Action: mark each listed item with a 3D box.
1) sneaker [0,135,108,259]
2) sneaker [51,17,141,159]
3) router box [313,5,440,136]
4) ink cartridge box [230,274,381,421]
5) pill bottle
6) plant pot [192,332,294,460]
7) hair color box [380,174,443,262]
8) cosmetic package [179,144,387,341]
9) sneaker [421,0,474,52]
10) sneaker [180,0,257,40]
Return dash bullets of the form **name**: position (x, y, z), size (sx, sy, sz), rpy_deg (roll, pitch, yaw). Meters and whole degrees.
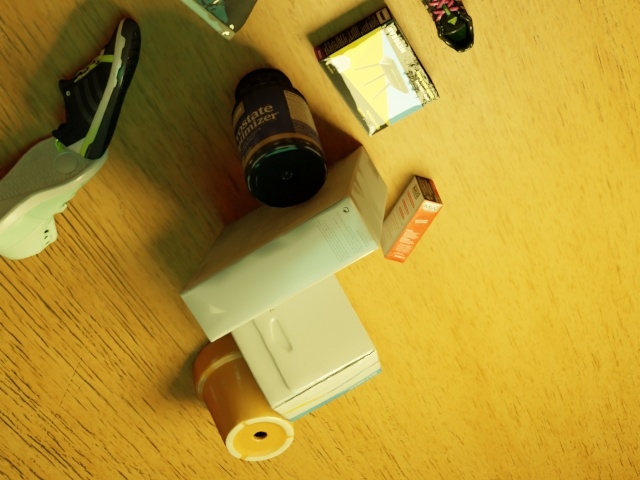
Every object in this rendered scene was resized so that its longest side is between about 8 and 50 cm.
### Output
- **sneaker**: position (-0.431, -0.069, 1.803), size (0.256, 0.094, 0.151), rpy_deg (-35, 158, -2)
- **sneaker**: position (-0.338, -0.225, 1.671), size (0.097, 0.084, 0.234), rpy_deg (23, 114, -3)
- **router box**: position (0.090, -0.261, 1.779), size (0.133, 0.046, 0.179), rpy_deg (-29, 132, 12)
- **ink cartridge box**: position (-0.028, 0.171, 1.945), size (0.197, 0.198, 0.270), rpy_deg (-29, 166, -2)
- **pill bottle**: position (-0.068, -0.160, 1.709), size (0.123, 0.219, 0.122), rpy_deg (-8, 133, -9)
- **plant pot**: position (-0.128, 0.303, 2.138), size (0.205, 0.188, 0.205), rpy_deg (-8, 133, -8)
- **hair color box**: position (0.155, -0.036, 1.985), size (0.043, 0.072, 0.141), rpy_deg (14, 127, -25)
- **cosmetic package**: position (-0.043, -0.007, 1.759), size (0.284, 0.377, 0.097), rpy_deg (-28, 101, 13)
- **sneaker**: position (0.189, -0.348, 1.707), size (0.063, 0.074, 0.170), rpy_deg (-27, 132, 10)
- **sneaker**: position (-0.175, -0.392, 1.582), size (0.222, 0.083, 0.118), rpy_deg (37, 96, -30)
